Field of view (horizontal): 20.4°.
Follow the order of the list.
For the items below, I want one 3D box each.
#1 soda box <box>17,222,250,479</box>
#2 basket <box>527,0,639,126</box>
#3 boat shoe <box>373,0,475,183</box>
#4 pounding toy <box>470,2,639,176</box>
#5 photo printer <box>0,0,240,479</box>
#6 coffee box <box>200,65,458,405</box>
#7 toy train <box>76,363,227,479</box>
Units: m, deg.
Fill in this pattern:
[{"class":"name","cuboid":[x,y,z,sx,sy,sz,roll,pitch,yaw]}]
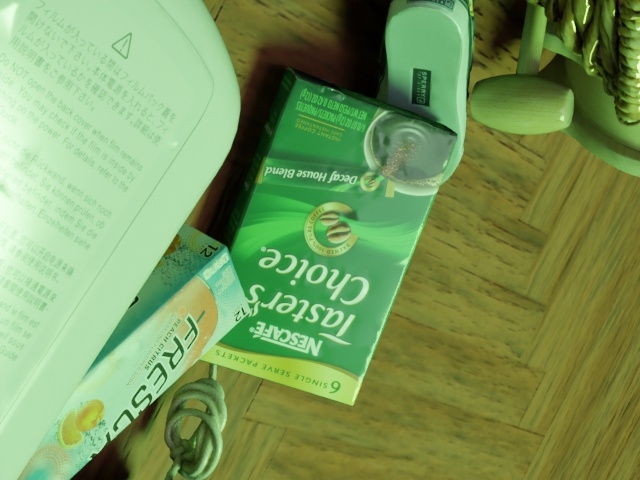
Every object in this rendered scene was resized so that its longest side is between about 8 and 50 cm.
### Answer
[{"class":"soda box","cuboid":[-0.126,0.066,1.001,0.183,0.063,0.058,-43,140,-23]},{"class":"basket","cuboid":[0.244,-0.245,1.040,0.299,0.223,0.213,-27,162,-40]},{"class":"boat shoe","cuboid":[0.069,-0.112,1.118,0.183,0.065,0.083,97,7,-53]},{"class":"pounding toy","cuboid":[0.219,-0.146,1.149,0.269,0.154,0.155,-53,151,-39]},{"class":"photo printer","cuboid":[-0.179,-0.030,0.838,0.307,0.107,0.256,-58,143,-5]},{"class":"coffee box","cuboid":[0.000,0.000,1.081,0.113,0.040,0.184,19,101,-16]},{"class":"toy train","cuboid":[-0.134,0.163,1.049,0.143,0.105,0.248,17,71,-36]}]
